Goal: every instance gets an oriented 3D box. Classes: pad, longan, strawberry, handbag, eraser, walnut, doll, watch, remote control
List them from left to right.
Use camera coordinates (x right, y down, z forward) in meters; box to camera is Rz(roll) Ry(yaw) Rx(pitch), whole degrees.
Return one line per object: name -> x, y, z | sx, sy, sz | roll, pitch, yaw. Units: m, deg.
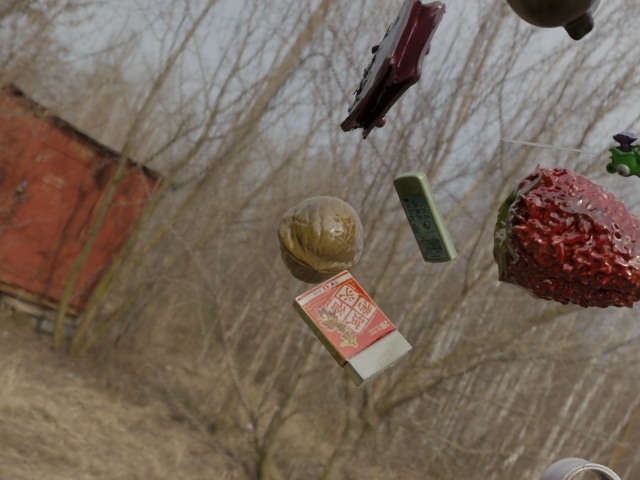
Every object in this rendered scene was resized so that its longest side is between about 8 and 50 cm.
walnut -> 0.000, 0.000, 2.203 | 0.228, 0.228, 0.228 | 26, -7, 4
eraser -> 0.068, 0.185, 1.913 | 0.230, 0.157, 0.038 | 50, -38, 17
handbag -> 0.122, -0.293, 1.503 | 0.074, 0.203, 0.216 | 27, -34, -7
remote control -> 0.249, -0.055, 2.135 | 0.098, 0.038, 0.233 | -5, -67, 53
longan -> 0.515, -0.580, 1.945 | 0.243, 0.300, 0.300 | -29, -43, 32
pad -> 0.610, -0.263, 2.302 | 0.250, 0.055, 0.323 | 8, -8, -3
watch -> 0.645, 0.670, 2.218 | 0.244, 0.231, 0.196 | 40, -14, -6
strawberry -> 0.522, -0.003, 1.787 | 0.344, 0.292, 0.292 | 15, -7, -1
doll -> 0.573, -0.137, 1.513 | 0.190, 0.050, 0.115 | -5, -70, 42
